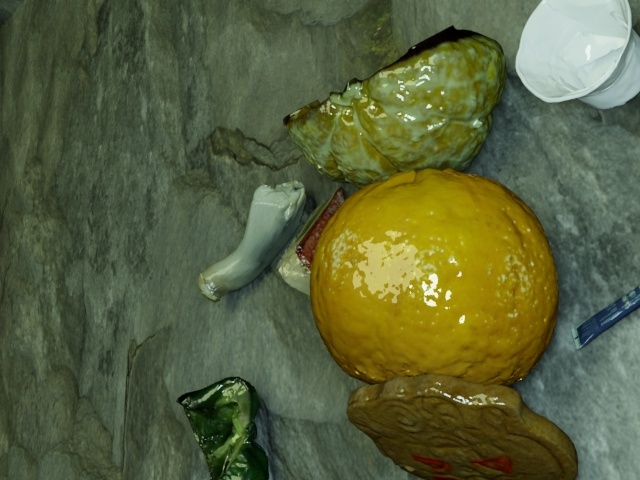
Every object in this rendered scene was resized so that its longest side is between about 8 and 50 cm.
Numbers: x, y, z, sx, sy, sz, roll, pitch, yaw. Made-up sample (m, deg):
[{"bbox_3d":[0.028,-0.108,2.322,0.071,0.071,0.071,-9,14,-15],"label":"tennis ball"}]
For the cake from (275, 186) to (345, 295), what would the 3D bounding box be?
[{"bbox_3d":[-0.015,-0.005,2.052,0.086,0.116,0.220,-38,44,37],"label":"cake"}]

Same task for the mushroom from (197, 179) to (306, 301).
[{"bbox_3d":[-0.118,0.004,2.188,0.278,0.096,0.099,-53,36,18],"label":"mushroom"}]

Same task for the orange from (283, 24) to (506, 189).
[{"bbox_3d":[0.138,-0.185,1.898,0.368,0.271,0.210,-27,92,37],"label":"orange"}]

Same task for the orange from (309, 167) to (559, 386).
[{"bbox_3d":[0.150,0.051,1.627,0.340,0.340,0.293,2,93,50],"label":"orange"}]

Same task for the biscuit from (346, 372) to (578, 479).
[{"bbox_3d":[0.180,0.254,1.547,0.273,0.257,0.049,-11,45,38],"label":"biscuit"}]

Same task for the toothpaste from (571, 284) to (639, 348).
[{"bbox_3d":[0.386,0.094,1.600,0.140,0.021,0.037,-40,35,29],"label":"toothpaste"}]

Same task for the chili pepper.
[{"bbox_3d":[-0.142,0.355,1.996,0.148,0.116,0.265,-30,47,19],"label":"chili pepper"}]

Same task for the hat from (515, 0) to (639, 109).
[{"bbox_3d":[0.388,-0.260,1.730,0.203,0.126,0.203,-27,49,36],"label":"hat"}]
